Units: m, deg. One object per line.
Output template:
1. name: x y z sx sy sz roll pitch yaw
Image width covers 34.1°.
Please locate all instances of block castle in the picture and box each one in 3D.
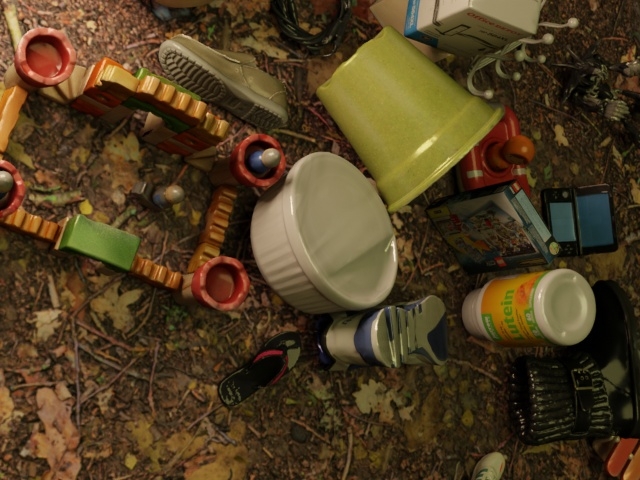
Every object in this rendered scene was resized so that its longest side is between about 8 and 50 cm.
1. block castle: -0.290 -0.098 1.584 0.453 0.213 0.303 25 72 -25

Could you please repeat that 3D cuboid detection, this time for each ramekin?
1. ramekin: 0.000 0.000 1.750 0.273 0.127 0.273 28 50 -40

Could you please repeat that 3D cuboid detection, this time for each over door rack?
1. over door rack: 0.408 -0.438 1.974 0.108 0.324 0.239 33 43 23

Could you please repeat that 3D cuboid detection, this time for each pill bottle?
1. pill bottle: 0.374 0.129 1.926 0.136 0.245 0.136 4 81 -30

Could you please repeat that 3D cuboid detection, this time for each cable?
1. cable: -0.011 -0.434 1.894 0.150 0.047 0.185 24 75 -21

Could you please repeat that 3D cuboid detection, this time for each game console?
1. game console: 0.530 -0.042 2.133 0.124 0.085 0.144 -2 84 -31

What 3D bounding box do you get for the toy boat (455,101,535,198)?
1. toy boat: 0.351 -0.161 2.004 0.151 0.151 0.231 -6 87 -31

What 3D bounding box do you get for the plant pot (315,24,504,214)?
1. plant pot: 0.138 -0.228 1.847 0.254 0.276 0.276 47 63 -4

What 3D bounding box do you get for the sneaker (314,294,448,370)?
1. sneaker: 0.094 0.163 1.832 0.315 0.182 0.128 6 81 -59

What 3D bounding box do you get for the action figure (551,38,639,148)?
1. action figure: 0.619 -0.315 2.191 0.275 0.141 0.164 32 80 -25

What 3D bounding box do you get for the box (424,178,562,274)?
1. box: 0.313 -0.020 1.916 0.044 0.233 0.159 -43 105 -28

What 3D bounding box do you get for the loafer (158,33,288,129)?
1. loafer: -0.160 -0.278 1.765 0.251 0.094 0.087 30 58 -29

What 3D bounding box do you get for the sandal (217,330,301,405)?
1. sandal: -0.094 0.218 1.759 0.179 0.040 0.067 -37 102 -29

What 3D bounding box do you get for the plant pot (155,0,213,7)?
1. plant pot: -0.221 -0.488 1.669 0.284 0.284 0.191 -33 137 -29

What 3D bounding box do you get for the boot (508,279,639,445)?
1. boot: 0.494 0.233 2.055 0.260 0.131 0.348 2 59 -9

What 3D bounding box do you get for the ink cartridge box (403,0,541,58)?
1. ink cartridge box: 0.262 -0.394 1.809 0.148 0.203 0.086 14 81 -25

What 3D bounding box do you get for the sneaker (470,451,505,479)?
1. sneaker: 0.308 0.462 1.943 0.161 0.075 0.057 -44 106 -27

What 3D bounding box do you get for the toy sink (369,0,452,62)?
1. toy sink: 0.239 -0.463 1.989 0.234 0.131 0.153 -45 106 -27

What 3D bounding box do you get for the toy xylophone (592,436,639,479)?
1. toy xylophone: 0.693 0.441 2.170 0.322 0.081 0.236 41 65 -20
